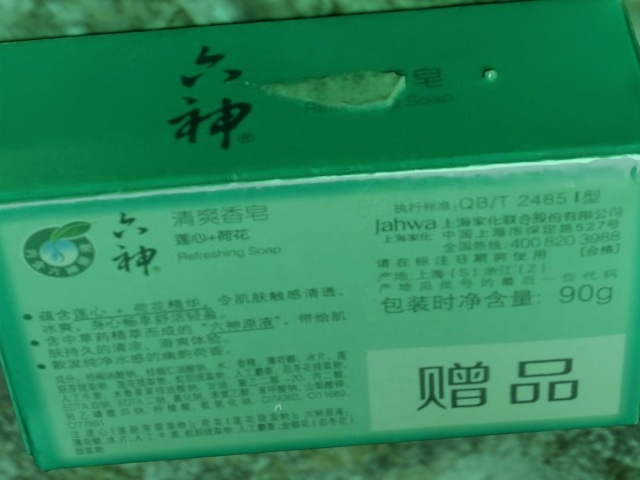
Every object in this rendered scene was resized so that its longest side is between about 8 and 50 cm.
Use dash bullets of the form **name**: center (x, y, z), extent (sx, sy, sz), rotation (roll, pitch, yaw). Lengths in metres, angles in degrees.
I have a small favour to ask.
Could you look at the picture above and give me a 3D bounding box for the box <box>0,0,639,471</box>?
- **box**: center (0.000, 0.000, 0.657), extent (0.245, 0.092, 0.153), rotation (-3, 136, 1)
